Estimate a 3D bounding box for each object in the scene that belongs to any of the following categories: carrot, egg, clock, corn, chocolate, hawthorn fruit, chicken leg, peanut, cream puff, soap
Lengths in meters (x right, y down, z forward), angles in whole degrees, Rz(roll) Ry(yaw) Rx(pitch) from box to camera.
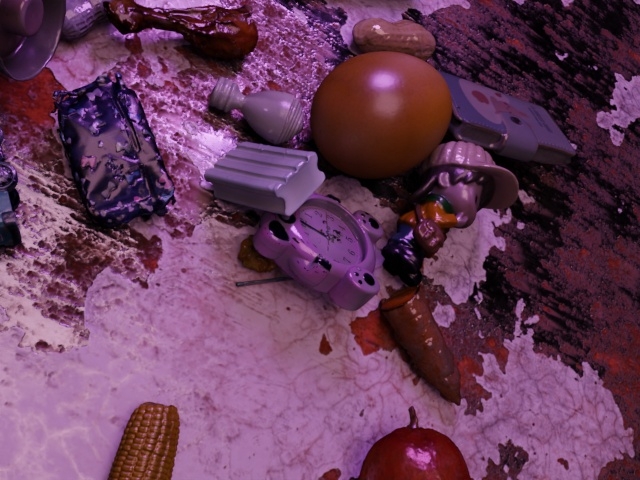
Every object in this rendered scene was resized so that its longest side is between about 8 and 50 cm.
[{"bbox_3d":[0.220,0.220,1.208,0.102,0.102,0.263,-32,93,-29],"label":"carrot"},{"bbox_3d":[0.128,-0.257,1.213,0.323,0.250,0.250,-25,87,-37],"label":"egg"},{"bbox_3d":[0.000,0.000,1.134,0.248,0.090,0.227,30,38,-17],"label":"clock"},{"bbox_3d":[-0.287,0.403,0.916,0.106,0.106,0.305,18,64,-19],"label":"corn"},{"bbox_3d":[-0.428,-0.432,1.105,0.072,0.072,0.167,44,63,-7],"label":"chocolate"},{"bbox_3d":[0.169,0.427,1.070,0.205,0.205,0.253,5,66,-24],"label":"hawthorn fruit"},{"bbox_3d":[-0.265,-0.421,1.159,0.305,0.093,0.113,0,66,-30],"label":"chicken leg"},{"bbox_3d":[0.171,-0.467,1.383,0.215,0.090,0.098,-2,88,-26],"label":"peanut"},{"bbox_3d":[-0.113,0.030,1.130,0.083,0.083,0.058,4,118,-35],"label":"cream puff"},{"bbox_3d":[-0.105,-0.117,1.094,0.119,0.198,0.066,-47,133,-29],"label":"soap"}]

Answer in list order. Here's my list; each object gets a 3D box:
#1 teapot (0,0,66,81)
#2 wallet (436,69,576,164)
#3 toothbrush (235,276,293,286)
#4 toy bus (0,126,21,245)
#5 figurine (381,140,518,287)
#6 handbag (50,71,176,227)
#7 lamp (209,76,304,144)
[{"bbox_3d":[-0.586,-0.383,0.899,0.344,0.300,0.253,18,104,-2],"label":"teapot"},{"bbox_3d":[0.432,-0.285,1.425,0.361,0.083,0.252,10,43,-22],"label":"wallet"},{"bbox_3d":[-0.085,0.073,1.153,0.167,0.011,0.014,-6,73,-26],"label":"toothbrush"},{"bbox_3d":[-0.556,-0.113,0.922,0.147,0.128,0.255,-13,79,-26],"label":"toy bus"},{"bbox_3d":[0.244,-0.073,1.270,0.332,0.185,0.204,-36,63,-11],"label":"figurine"},{"bbox_3d":[-0.357,-0.151,1.035,0.162,0.113,0.260,-22,86,-22],"label":"handbag"},{"bbox_3d":[-0.123,-0.260,1.185,0.193,0.106,0.106,20,68,-11],"label":"lamp"}]
